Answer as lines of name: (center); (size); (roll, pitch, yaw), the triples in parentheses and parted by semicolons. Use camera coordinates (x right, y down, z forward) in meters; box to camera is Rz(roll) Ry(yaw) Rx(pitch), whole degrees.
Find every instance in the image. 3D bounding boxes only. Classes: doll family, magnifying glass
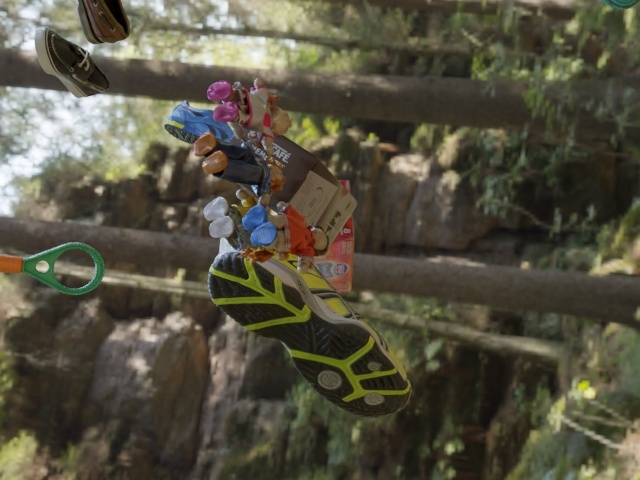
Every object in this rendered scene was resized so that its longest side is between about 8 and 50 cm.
doll family: (-0.083, -0.066, 1.172); (0.163, 0.118, 0.263); (15, -126, -59)
magnifying glass: (-0.489, 0.044, 1.645); (0.026, 0.230, 0.092); (-154, 71, -70)

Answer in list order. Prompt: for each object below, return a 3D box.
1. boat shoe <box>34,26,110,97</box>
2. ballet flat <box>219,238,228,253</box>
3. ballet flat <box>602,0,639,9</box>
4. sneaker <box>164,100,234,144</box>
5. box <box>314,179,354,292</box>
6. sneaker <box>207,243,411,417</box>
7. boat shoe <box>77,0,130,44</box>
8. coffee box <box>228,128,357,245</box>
boat shoe: (-0.451, -0.328, 1.745); (0.219, 0.070, 0.078); (53, -147, -73)
ballet flat: (-0.139, -0.008, 1.713); (0.248, 0.086, 0.086); (-10, -74, -83)
ballet flat: (0.332, -0.400, 1.264); (0.083, 0.247, 0.087); (-45, 3, 19)
sneaker: (-0.194, -0.207, 1.807); (0.082, 0.209, 0.069); (-58, -19, -19)
box: (0.000, 0.000, 1.844); (0.257, 0.122, 0.128); (89, 178, -64)
sneaker: (0.004, 0.121, 1.485); (0.145, 0.384, 0.147); (-38, 16, 29)
boat shoe: (-0.526, -0.613, 2.234); (0.111, 0.104, 0.307); (-59, -39, -48)
coffee box: (-0.047, -0.088, 1.512); (0.098, 0.141, 0.246); (-55, -20, -2)
